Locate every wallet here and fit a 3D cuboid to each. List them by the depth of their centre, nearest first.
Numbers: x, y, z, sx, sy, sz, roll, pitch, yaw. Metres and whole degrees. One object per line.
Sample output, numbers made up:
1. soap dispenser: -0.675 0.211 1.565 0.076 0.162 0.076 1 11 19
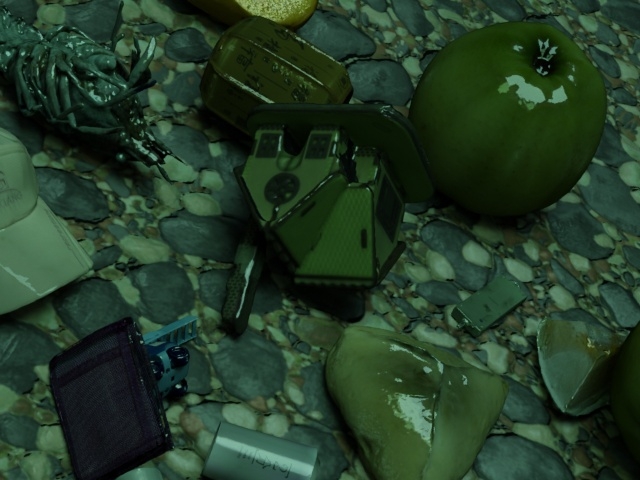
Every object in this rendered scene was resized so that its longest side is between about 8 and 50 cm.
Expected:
1. wallet: -0.224 0.170 1.443 0.111 0.030 0.166 -27 55 6

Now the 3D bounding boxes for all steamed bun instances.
1. steamed bun: 0.104 0.177 1.595 0.212 0.110 0.231 34 41 6

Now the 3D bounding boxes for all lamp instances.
1. lamp: -0.058 -0.200 1.827 0.185 0.161 0.161 28 43 2

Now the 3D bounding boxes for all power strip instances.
1. power strip: 0.218 0.087 1.801 0.051 0.019 0.136 45 45 14

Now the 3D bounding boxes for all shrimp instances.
1. shrimp: -0.328 -0.223 1.715 0.410 0.166 0.221 30 44 18

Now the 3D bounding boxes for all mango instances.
1. mango: -0.113 -0.363 1.991 0.217 0.102 0.141 9 70 -16

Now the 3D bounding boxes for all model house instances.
1. model house: 0.000 0.000 1.657 0.218 0.205 0.279 1 59 23

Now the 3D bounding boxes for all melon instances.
1. melon: 0.342 0.139 1.770 0.139 0.093 0.202 42 39 24

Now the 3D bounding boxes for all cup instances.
1. cup: -0.068 0.255 1.469 0.116 0.074 0.104 20 72 -5

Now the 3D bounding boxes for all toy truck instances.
1. toy truck: -0.169 0.132 1.531 0.074 0.063 0.136 31 37 32

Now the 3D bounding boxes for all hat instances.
1. hat: -0.368 -0.034 1.524 0.226 0.164 0.219 27 40 30

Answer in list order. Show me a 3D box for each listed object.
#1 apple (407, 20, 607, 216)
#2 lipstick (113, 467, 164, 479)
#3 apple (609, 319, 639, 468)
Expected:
1. apple: 0.253 -0.167 1.900 0.279 0.279 0.279 15 45 -15
2. lipstick: -0.142 0.345 1.344 0.059 0.059 0.264 -5 53 -31
3. apple: 0.483 0.183 1.682 0.258 0.233 0.295 -32 109 -21
